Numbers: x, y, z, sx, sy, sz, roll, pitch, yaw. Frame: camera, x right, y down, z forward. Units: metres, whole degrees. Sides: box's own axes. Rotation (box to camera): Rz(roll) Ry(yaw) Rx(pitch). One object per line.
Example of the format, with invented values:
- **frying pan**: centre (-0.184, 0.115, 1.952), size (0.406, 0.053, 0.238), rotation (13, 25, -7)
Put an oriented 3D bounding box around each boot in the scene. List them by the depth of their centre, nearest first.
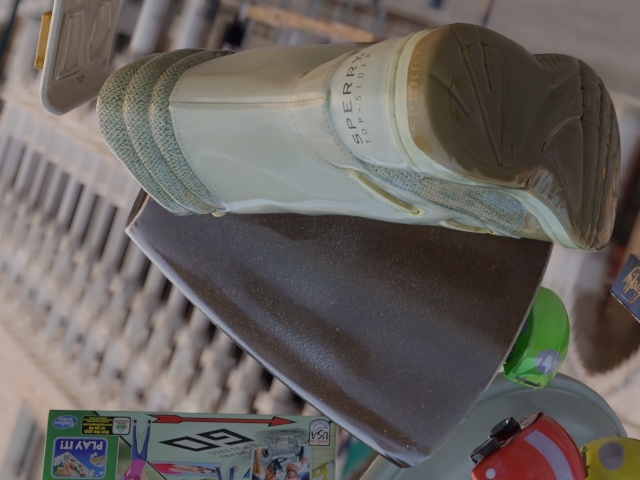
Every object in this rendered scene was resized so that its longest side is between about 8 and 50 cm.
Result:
- **boot**: centre (0.031, -0.047, 0.925), size (0.203, 0.095, 0.262), rotation (-1, 173, 30)

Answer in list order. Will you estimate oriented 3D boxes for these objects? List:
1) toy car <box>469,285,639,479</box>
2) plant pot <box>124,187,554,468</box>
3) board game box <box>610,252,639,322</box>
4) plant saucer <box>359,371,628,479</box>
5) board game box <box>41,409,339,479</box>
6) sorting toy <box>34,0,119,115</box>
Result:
- **toy car**: centre (0.159, 0.101, 1.208), size (0.239, 0.053, 0.225), rotation (21, -140, -48)
- **plant pot**: centre (0.000, 0.000, 1.147), size (0.230, 0.215, 0.215), rotation (28, -177, -11)
- **board game box**: centre (0.345, 0.088, 1.463), size (0.165, 0.042, 0.243), rotation (25, -170, -9)
- **plant saucer**: centre (0.169, 0.317, 1.586), size (0.400, 0.401, 0.100), rotation (15, -174, -41)
- **board game box**: centre (-0.142, 0.292, 1.910), size (0.317, 0.214, 0.046), rotation (0, 157, 4)
- **sorting toy**: centre (-0.237, -0.241, 1.776), size (0.038, 0.208, 0.193), rotation (10, -165, 9)
